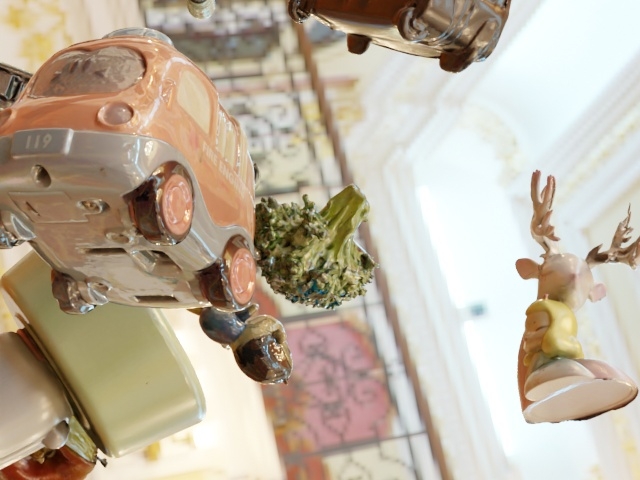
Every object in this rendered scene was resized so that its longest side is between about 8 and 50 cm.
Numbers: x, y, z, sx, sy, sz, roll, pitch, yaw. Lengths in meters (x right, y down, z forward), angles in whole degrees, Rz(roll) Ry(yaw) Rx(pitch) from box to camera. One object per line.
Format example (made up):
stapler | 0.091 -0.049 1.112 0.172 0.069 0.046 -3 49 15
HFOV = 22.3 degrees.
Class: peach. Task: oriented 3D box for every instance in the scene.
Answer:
peach | -0.369 0.224 2.113 0.159 0.154 0.267 -43 -158 24

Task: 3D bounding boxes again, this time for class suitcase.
suitcase | 0.146 -0.433 2.377 0.345 0.188 0.339 20 -91 55

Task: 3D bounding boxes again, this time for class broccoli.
broccoli | 0.000 0.000 1.878 0.160 0.167 0.154 -48 -178 13

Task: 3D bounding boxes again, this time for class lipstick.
lipstick | -0.153 -0.319 2.024 0.116 0.037 0.037 89 -16 -69

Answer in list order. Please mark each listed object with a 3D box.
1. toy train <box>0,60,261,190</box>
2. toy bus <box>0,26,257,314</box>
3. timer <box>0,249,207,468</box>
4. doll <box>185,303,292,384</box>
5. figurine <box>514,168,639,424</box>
toy train | -0.267 -0.107 1.759 0.086 0.407 0.088 -82 -165 -50
toy bus | -0.164 -0.065 1.470 0.287 0.194 0.232 52 45 -51
timer | -0.339 0.167 1.904 0.290 0.315 0.290 53 -15 21
doll | -0.102 0.126 2.182 0.179 0.089 0.102 48 -45 11
figurine | 0.385 0.075 2.353 0.284 0.206 0.315 112 -21 -59
